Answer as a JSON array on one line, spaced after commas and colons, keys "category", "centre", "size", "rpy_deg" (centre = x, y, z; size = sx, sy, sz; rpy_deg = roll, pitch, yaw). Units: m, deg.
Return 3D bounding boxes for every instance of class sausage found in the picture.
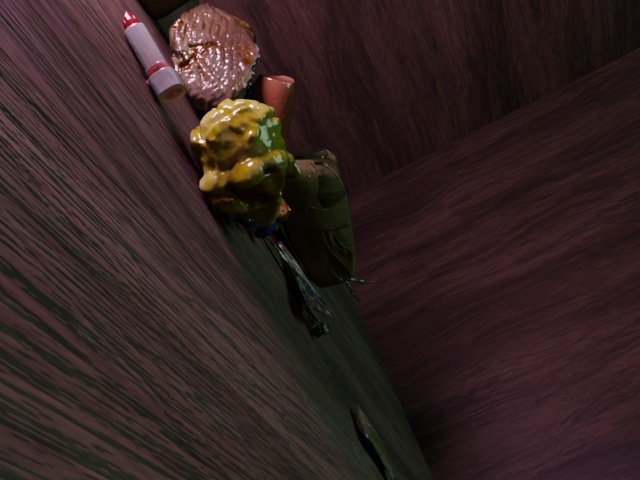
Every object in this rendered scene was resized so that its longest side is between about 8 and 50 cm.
[{"category": "sausage", "centre": [-0.147, -0.289, 1.550], "size": [0.121, 0.121, 0.304], "rpy_deg": [-106, -151, -69]}]

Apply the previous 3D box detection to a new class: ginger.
[{"category": "ginger", "centre": [-0.132, -0.076, 1.420], "size": [0.073, 0.103, 0.162], "rpy_deg": [13, 29, -37]}]

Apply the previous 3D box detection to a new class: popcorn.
[{"category": "popcorn", "centre": [-0.147, -0.160, 1.128], "size": [0.256, 0.195, 0.255], "rpy_deg": [90, -14, -55]}]

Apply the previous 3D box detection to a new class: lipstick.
[{"category": "lipstick", "centre": [-0.321, -0.347, 1.075], "size": [0.186, 0.057, 0.063], "rpy_deg": [58, 4, 6]}]

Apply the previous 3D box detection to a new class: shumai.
[{"category": "shumai", "centre": [-0.293, -0.429, 1.524], "size": [0.283, 0.217, 0.346], "rpy_deg": [127, -44, -59]}]

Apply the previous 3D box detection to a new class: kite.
[{"category": "kite", "centre": [-0.051, 0.099, 1.532], "size": [0.368, 0.014, 0.406], "rpy_deg": [53, 2, -28]}]

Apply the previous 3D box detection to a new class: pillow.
[{"category": "pillow", "centre": [0.140, 0.522, 1.499], "size": [0.217, 0.033, 0.130], "rpy_deg": [61, 6, -30]}]

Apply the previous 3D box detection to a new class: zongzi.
[{"category": "zongzi", "centre": [-0.022, 0.004, 1.673], "size": [0.467, 0.218, 0.500], "rpy_deg": [-50, 127, -72]}]

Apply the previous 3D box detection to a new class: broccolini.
[{"category": "broccolini", "centre": [-0.033, 0.172, 1.509], "size": [0.052, 0.054, 0.194], "rpy_deg": [30, 26, -47]}]

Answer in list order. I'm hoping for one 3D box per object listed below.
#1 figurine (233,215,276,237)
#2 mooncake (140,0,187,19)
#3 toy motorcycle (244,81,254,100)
[{"category": "figurine", "centre": [-0.140, -0.047, 1.287], "size": [0.079, 0.077, 0.136], "rpy_deg": [25, -1, 4]}, {"category": "mooncake", "centre": [-0.418, -0.714, 1.435], "size": [0.284, 0.156, 0.284], "rpy_deg": [63, 6, -12]}, {"category": "toy motorcycle", "centre": [-0.223, -0.423, 1.739], "size": [0.125, 0.196, 0.331], "rpy_deg": [42, 24, -78]}]
